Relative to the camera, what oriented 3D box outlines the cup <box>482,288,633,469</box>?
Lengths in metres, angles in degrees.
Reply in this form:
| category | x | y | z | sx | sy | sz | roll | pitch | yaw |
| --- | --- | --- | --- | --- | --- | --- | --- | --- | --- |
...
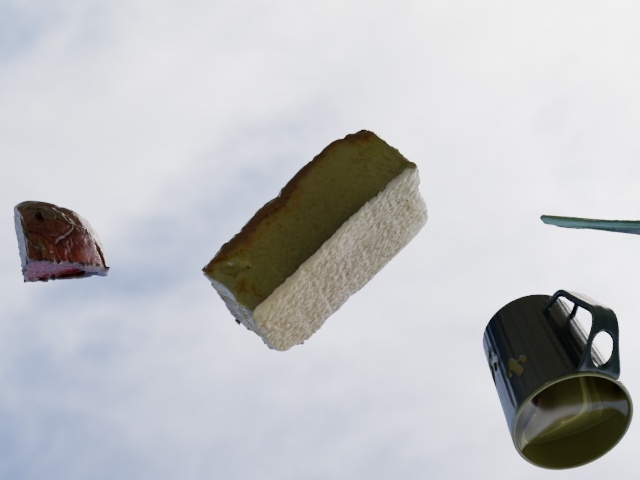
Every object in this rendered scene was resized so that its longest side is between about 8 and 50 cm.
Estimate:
| category | x | y | z | sx | sy | sz | roll | pitch | yaw |
| --- | --- | --- | --- | --- | --- | --- | --- | --- | --- |
| cup | 0.251 | 0.127 | 1.650 | 0.131 | 0.176 | 0.155 | 13 | -151 | -22 |

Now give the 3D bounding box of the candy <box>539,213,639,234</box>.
| category | x | y | z | sx | sy | sz | roll | pitch | yaw |
| --- | --- | --- | --- | --- | --- | --- | --- | --- | --- |
| candy | 0.300 | -0.016 | 1.549 | 0.093 | 0.092 | 0.335 | -7 | -175 | -21 |

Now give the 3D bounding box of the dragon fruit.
| category | x | y | z | sx | sy | sz | roll | pitch | yaw |
| --- | --- | --- | --- | --- | --- | --- | --- | --- | --- |
| dragon fruit | -0.358 | -0.008 | 2.149 | 0.120 | 0.127 | 0.161 | -10 | 171 | -11 |

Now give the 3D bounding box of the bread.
| category | x | y | z | sx | sy | sz | roll | pitch | yaw |
| --- | --- | --- | --- | --- | --- | --- | --- | --- | --- |
| bread | 0.000 | 0.000 | 1.897 | 0.274 | 0.185 | 0.114 | -42 | -115 | -8 |
